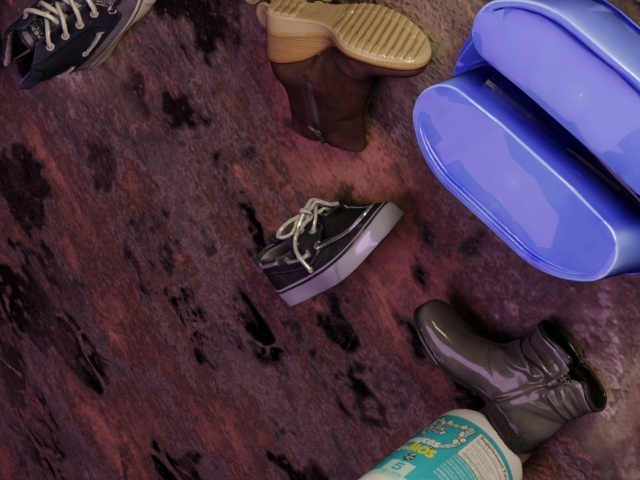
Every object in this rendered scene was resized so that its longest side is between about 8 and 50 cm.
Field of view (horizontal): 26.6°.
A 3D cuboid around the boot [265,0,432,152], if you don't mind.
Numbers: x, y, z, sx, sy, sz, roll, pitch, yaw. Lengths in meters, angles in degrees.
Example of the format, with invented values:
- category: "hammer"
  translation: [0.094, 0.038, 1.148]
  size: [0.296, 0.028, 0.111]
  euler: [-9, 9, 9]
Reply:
- category: "boot"
  translation: [0.045, -0.197, 1.705]
  size: [0.248, 0.090, 0.207]
  euler: [20, 144, 32]

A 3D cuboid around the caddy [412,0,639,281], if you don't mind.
- category: "caddy"
  translation: [0.266, -0.112, 1.412]
  size: [0.341, 0.179, 0.241]
  euler: [45, 117, 18]

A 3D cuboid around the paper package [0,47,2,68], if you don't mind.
- category: "paper package"
  translation: [-0.715, -0.436, 2.317]
  size: [0.325, 0.168, 0.309]
  euler: [27, 133, 34]

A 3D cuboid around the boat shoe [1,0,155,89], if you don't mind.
- category: "boat shoe"
  translation: [-0.356, -0.335, 1.979]
  size: [0.127, 0.158, 0.340]
  euler: [53, 143, 8]

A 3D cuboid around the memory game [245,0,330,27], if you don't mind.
- category: "memory game"
  translation: [-0.047, -0.342, 1.741]
  size: [0.186, 0.012, 0.186]
  euler: [29, 134, 34]

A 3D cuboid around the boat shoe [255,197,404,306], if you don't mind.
- category: "boat shoe"
  translation: [0.002, -0.003, 1.840]
  size: [0.105, 0.113, 0.306]
  euler: [46, 153, -7]

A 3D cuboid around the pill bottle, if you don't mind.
- category: "pill bottle"
  translation: [0.161, 0.314, 1.750]
  size: [0.146, 0.264, 0.146]
  euler: [27, 132, 34]

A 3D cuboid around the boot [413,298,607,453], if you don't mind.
- category: "boot"
  translation: [0.243, 0.140, 1.708]
  size: [0.246, 0.083, 0.161]
  euler: [49, 133, 8]

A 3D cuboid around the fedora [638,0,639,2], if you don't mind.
- category: "fedora"
  translation: [0.319, -0.298, 1.295]
  size: [0.194, 0.079, 0.194]
  euler: [29, 135, 34]
